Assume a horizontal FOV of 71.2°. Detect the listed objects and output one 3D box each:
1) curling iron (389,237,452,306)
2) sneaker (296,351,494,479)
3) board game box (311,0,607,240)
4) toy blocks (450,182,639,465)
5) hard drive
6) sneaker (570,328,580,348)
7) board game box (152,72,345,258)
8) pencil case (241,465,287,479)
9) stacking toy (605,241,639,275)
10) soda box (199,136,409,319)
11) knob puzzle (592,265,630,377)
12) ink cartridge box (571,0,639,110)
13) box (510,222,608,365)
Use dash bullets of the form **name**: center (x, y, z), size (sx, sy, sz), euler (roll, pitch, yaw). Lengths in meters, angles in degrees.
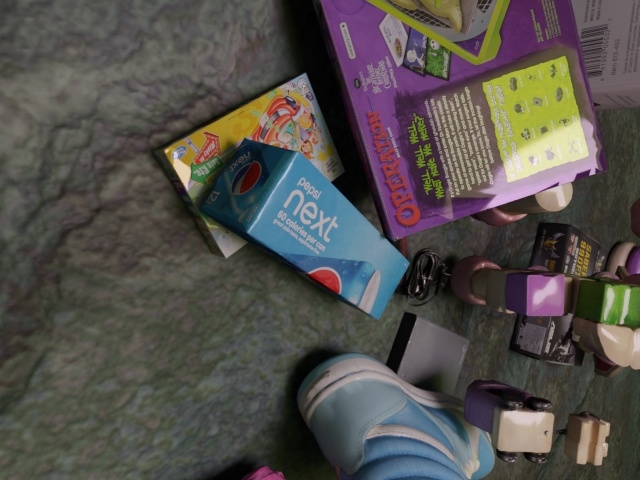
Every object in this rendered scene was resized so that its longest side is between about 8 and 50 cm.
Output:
- **curling iron**: center (0.101, -0.054, 0.519), size (0.068, 0.035, 0.273), euler (-12, 103, 1)
- **sneaker**: center (0.122, 0.260, 0.466), size (0.319, 0.208, 0.127), euler (32, 105, -33)
- **board game box**: center (0.107, -0.195, 0.394), size (0.208, 0.056, 0.346), euler (-18, 98, -4)
- **toy blocks**: center (0.308, 0.079, 0.583), size (0.289, 0.260, 0.308), euler (6, 90, -7)
- **hard drive**: center (0.146, 0.160, 0.601), size (0.135, 0.022, 0.094), euler (28, 79, -38)
- **sneaker**: center (0.450, 0.137, 0.762), size (0.109, 0.040, 0.043), euler (-47, 120, -33)
- **board game box**: center (-0.054, -0.070, 0.403), size (0.154, 0.026, 0.103), euler (-40, 120, -28)
- **pencil case**: center (-0.114, 0.259, 0.370), size (0.209, 0.095, 0.098), euler (-2, 77, -41)
- **stacking toy**: center (0.776, 0.088, 0.896), size (0.141, 0.330, 0.141), euler (-7, 101, -38)
- **soda box**: center (0.000, 0.000, 0.403), size (0.210, 0.067, 0.071), euler (38, 79, -47)
- **knob puzzle**: center (0.507, 0.152, 0.785), size (0.213, 0.030, 0.213), euler (15, 90, -72)
- **ink cartridge box**: center (0.287, -0.241, 0.516), size (0.100, 0.237, 0.171), euler (1, 96, -42)
- **box**: center (0.432, 0.101, 0.800), size (0.183, 0.056, 0.230), euler (18, 86, -38)
